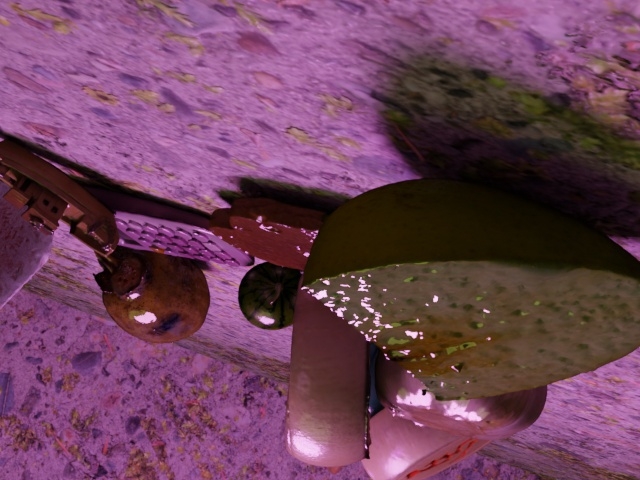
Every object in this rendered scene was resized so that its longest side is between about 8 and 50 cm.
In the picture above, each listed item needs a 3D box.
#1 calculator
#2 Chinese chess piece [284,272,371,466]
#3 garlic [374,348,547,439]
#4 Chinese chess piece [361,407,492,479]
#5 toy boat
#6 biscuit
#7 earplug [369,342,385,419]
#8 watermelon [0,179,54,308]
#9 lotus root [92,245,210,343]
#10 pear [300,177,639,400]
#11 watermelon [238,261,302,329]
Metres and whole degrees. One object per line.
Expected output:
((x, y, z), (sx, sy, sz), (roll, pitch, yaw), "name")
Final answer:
((-0.224, -0.018, 1.444), (0.294, 0.043, 0.194), (11, 164, 20), "calculator")
((0.017, 0.157, 1.334), (0.103, 0.250, 0.250), (3, 166, 4), "Chinese chess piece")
((0.179, 0.167, 1.352), (0.227, 0.152, 0.228), (15, 166, 4), "garlic")
((0.187, 0.301, 1.706), (0.273, 0.102, 0.273), (-24, 160, -10), "Chinese chess piece")
((-0.341, -0.048, 1.322), (0.206, 0.072, 0.064), (36, 146, -21), "toy boat")
((0.000, 0.000, 1.165), (0.290, 0.041, 0.208), (8, 164, 39), "biscuit")
((0.101, 0.224, 1.811), (0.280, 0.164, 0.257), (35, -162, -18), "earplug")
((-0.489, -0.004, 1.566), (0.213, 0.290, 0.320), (-15, 143, 12), "watermelon")
((-0.261, 0.077, 1.650), (0.154, 0.154, 0.278), (15, 164, 20), "lotus root")
((0.150, 0.021, 0.849), (0.239, 0.139, 0.288), (-5, 152, 28), "pear")
((-0.063, 0.073, 1.455), (0.109, 0.109, 0.109), (19, 168, 4), "watermelon")
